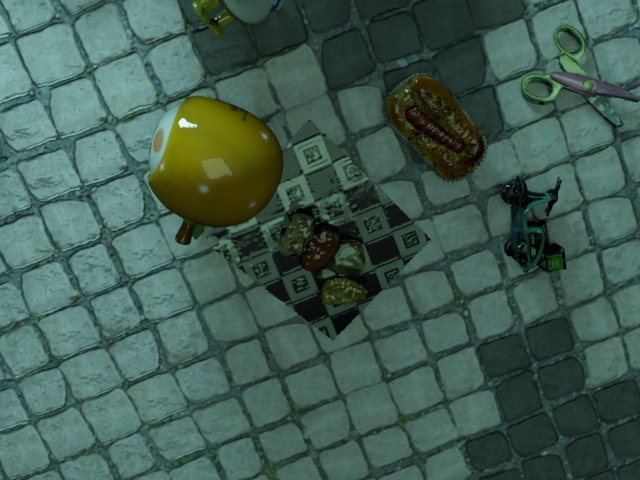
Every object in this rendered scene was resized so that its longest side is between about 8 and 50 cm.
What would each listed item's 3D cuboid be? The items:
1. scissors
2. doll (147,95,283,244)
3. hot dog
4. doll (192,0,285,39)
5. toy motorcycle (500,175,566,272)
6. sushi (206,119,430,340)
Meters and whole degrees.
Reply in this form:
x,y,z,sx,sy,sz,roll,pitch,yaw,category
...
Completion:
x,y,z,sx,sy,sz,roll,pitch,yaw,category
0.425,-0.249,1.459,0.187,0.020,0.133,28,104,-11,scissors
-0.164,-0.087,1.344,0.213,0.213,0.236,17,106,-11,doll
0.184,-0.179,1.436,0.108,0.059,0.191,-42,108,11,hot dog
-0.052,-0.405,1.316,0.293,0.119,0.138,-37,149,6,doll
0.351,-0.027,1.498,0.100,0.058,0.173,-14,108,-9,toy motorcycle
0.000,0.000,1.471,0.290,0.050,0.264,41,98,-15,sushi
